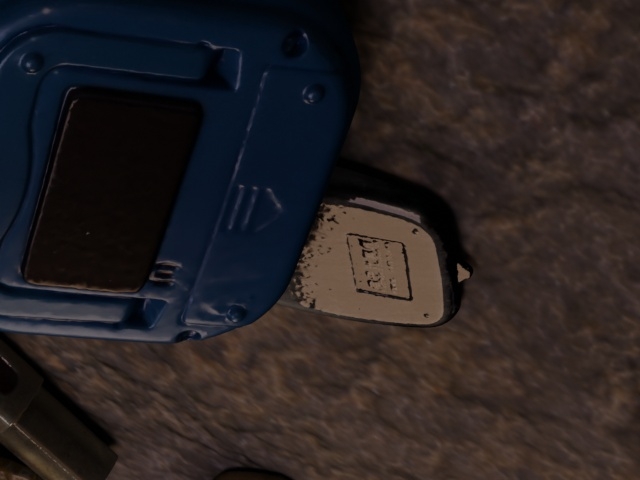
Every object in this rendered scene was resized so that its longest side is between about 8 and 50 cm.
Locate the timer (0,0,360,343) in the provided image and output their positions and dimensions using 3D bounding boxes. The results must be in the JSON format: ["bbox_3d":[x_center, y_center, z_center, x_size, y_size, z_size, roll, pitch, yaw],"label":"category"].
[{"bbox_3d":[-0.141,-0.062,1.229,0.309,0.115,0.340,6,129,-20],"label":"timer"}]

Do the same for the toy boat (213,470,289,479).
[{"bbox_3d":[-0.080,0.307,1.777,0.116,0.061,0.188,36,142,-5],"label":"toy boat"}]

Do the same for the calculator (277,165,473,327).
[{"bbox_3d":[0.000,0.000,1.402,0.268,0.040,0.177,9,140,20],"label":"calculator"}]

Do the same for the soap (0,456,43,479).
[{"bbox_3d":[-0.464,0.334,2.021,0.281,0.143,0.259,15,142,13],"label":"soap"}]

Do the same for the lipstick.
[{"bbox_3d":[-0.330,0.175,1.787,0.253,0.079,0.077,47,141,-18],"label":"lipstick"}]
